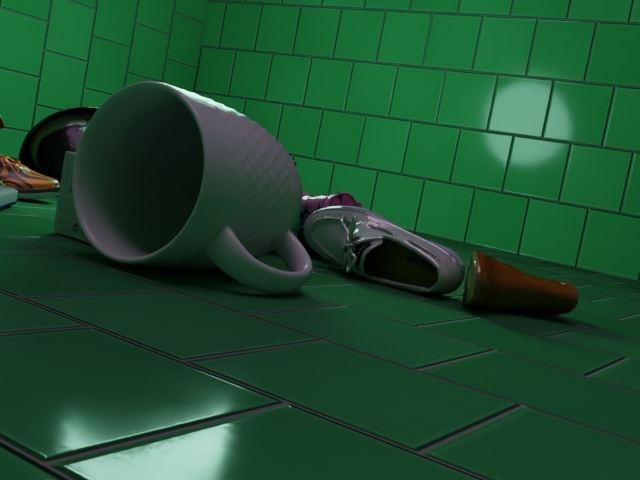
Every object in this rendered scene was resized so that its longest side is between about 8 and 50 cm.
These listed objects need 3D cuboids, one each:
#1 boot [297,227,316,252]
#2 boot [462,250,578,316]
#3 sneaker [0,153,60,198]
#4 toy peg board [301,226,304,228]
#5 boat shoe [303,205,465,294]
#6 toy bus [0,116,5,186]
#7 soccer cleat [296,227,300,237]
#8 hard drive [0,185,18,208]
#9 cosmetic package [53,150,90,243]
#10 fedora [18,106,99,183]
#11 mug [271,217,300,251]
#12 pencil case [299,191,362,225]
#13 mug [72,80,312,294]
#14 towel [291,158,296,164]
[{"bbox_3d":[-0.001,0.002,1.844,0.208,0.076,0.189,19,-3,24],"label":"boot"},{"bbox_3d":[0.381,0.089,1.498,0.211,0.104,0.295,11,1,10],"label":"boot"},{"bbox_3d":[-0.768,-0.199,1.860,0.321,0.180,0.124,9,6,-21],"label":"sneaker"},{"bbox_3d":[-0.075,-0.046,2.197,0.160,0.079,0.161,12,6,17],"label":"toy peg board"},{"bbox_3d":[0.095,0.024,1.582,0.367,0.136,0.156,24,14,28],"label":"boat shoe"},{"bbox_3d":[-0.774,-0.185,1.713,0.202,0.191,0.104,10,14,-24],"label":"toy bus"},{"bbox_3d":[-0.065,-0.002,1.808,0.035,0.083,0.029,24,-34,25],"label":"soccer cleat"},{"bbox_3d":[-0.731,-0.092,1.543,0.210,0.040,0.318,10,5,-11],"label":"hard drive"},{"bbox_3d":[-0.357,-0.070,1.444,0.151,0.151,0.183,15,7,38],"label":"cosmetic package"},{"bbox_3d":[-0.668,-0.218,2.238,0.334,0.334,0.152,5,41,-50],"label":"fedora"},{"bbox_3d":[-0.118,-0.029,1.743,0.129,0.158,0.097,35,-2,-39],"label":"mug"},{"bbox_3d":[0.000,-0.070,1.817,0.098,0.095,0.209,-25,19,-29],"label":"pencil case"},{"bbox_3d":[-0.159,-0.054,1.283,0.374,0.276,0.328,48,19,26],"label":"mug"},{"bbox_3d":[-0.194,-0.099,1.742,0.034,0.285,0.209,55,14,6],"label":"towel"}]
